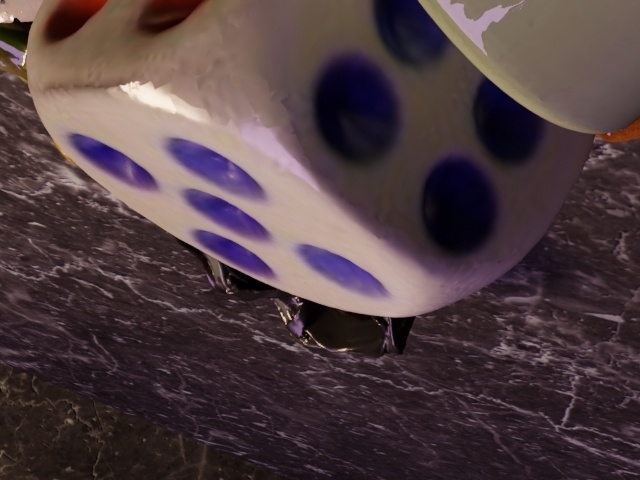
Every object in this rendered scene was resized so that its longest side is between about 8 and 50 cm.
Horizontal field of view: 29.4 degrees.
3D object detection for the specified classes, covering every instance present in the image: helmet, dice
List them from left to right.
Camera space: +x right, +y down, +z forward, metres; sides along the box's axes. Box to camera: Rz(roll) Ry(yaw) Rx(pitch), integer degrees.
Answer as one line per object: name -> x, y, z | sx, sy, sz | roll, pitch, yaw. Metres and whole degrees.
dice -> -0.003, -0.124, 0.890 | 0.304, 0.277, 0.304 | 10, 153, 51
helmet -> 0.000, 0.000, 1.362 | 0.305, 0.177, 0.225 | 41, 158, -32

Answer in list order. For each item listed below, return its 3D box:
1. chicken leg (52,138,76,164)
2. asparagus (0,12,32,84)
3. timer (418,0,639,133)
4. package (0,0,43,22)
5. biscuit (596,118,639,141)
chicken leg -> -0.209, -0.108, 1.391 | 0.208, 0.085, 0.101 | 18, 165, -2
asparagus -> -0.277, -0.180, 1.296 | 0.287, 0.080, 0.080 | 25, 157, -18
timer -> 0.195, -0.244, 0.574 | 0.315, 0.290, 0.291 | -29, 131, 35
package -> -0.359, -0.301, 1.110 | 0.204, 0.062, 0.250 | 6, 142, 30
biscuit -> 0.229, -0.164, 0.971 | 0.183, 0.043, 0.280 | 7, 151, 19
